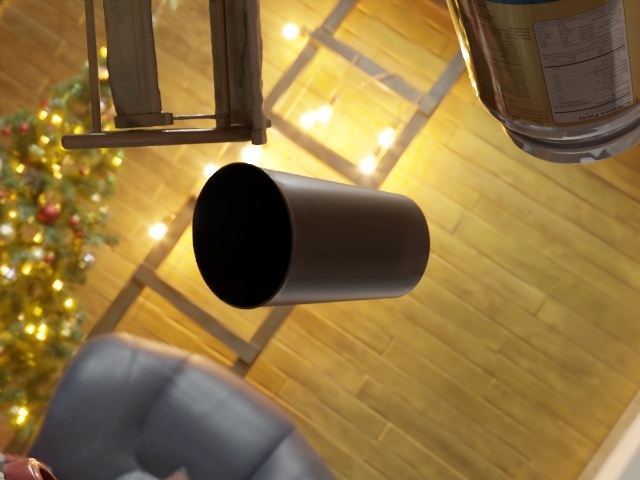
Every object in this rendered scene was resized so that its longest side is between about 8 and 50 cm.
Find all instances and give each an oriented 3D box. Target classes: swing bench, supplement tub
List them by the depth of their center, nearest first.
[{"bbox_3d":[0.157,-0.156,0.598,0.144,0.144,0.200,36,-13,36],"label":"supplement tub"},{"bbox_3d":[-0.191,-0.246,1.159,0.254,0.253,0.165,-2,9,-1],"label":"swing bench"}]

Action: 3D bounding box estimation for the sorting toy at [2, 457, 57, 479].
[{"bbox_3d":[-0.119,0.140,0.394,0.102,0.042,0.061,40,-18,51],"label":"sorting toy"}]

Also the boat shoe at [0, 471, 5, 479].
[{"bbox_3d":[-0.507,0.401,1.291,0.158,0.340,0.127,-21,92,-50],"label":"boat shoe"}]

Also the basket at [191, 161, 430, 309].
[{"bbox_3d":[0.000,0.000,1.053,0.226,0.154,0.204,4,11,-38],"label":"basket"}]
